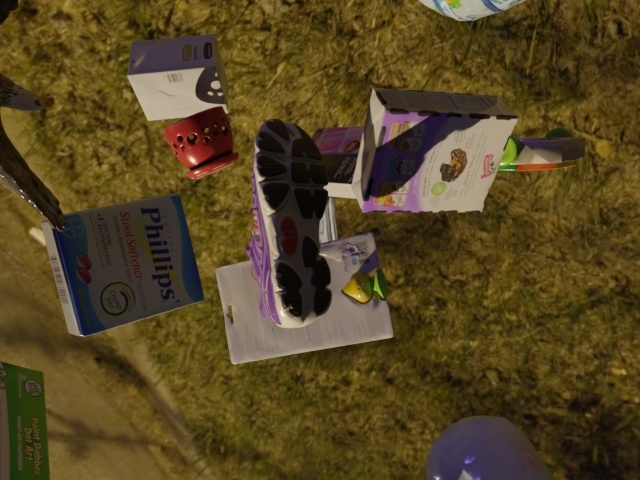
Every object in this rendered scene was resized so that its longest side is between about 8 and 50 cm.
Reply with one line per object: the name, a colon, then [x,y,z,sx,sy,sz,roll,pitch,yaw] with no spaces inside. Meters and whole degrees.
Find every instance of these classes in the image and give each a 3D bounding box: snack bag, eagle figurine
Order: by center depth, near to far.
eagle figurine: [-0.440,-0.159,0.743,0.225,0.226,0.299,2,97,-22]
snack bag: [0.000,0.000,1.630,0.037,0.323,0.343,-8,110,-11]

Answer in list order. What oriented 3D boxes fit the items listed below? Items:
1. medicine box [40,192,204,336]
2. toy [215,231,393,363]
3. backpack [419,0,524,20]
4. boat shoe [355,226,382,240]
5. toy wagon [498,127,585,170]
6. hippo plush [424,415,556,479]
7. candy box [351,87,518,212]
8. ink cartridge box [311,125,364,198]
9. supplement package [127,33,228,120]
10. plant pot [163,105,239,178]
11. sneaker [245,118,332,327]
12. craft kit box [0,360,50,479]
medicine box: [-0.449,0.049,1.349,0.149,0.289,0.264,-5,99,56]
toy: [-0.020,0.081,0.801,0.237,0.056,0.137,-14,82,23]
backpack: [0.270,-0.564,1.003,0.273,0.290,0.356,-21,86,35]
boat shoe: [0.136,-0.006,1.970,0.056,0.152,0.049,-22,87,62]
toy wagon: [0.313,-0.175,1.129,0.344,0.267,0.068,7,104,42]
hippo plush: [0.128,0.282,0.462,0.236,0.234,0.294,-35,92,-6]
candy box: [0.158,-0.125,0.847,0.196,0.070,0.165,0,129,-15]
ink cartridge box: [0.080,-0.183,1.376,0.370,0.176,0.069,12,154,48]
supplement package: [-0.433,-0.503,1.826,0.261,0.145,0.204,-6,150,0]
plant pot: [-0.344,-0.286,1.745,0.191,0.191,0.174,-18,100,32]
sneaker: [-0.038,-0.014,0.478,0.068,0.170,0.071,4,171,-39]
craft kit box: [-0.368,0.198,0.533,0.061,0.250,0.246,-43,135,14]
